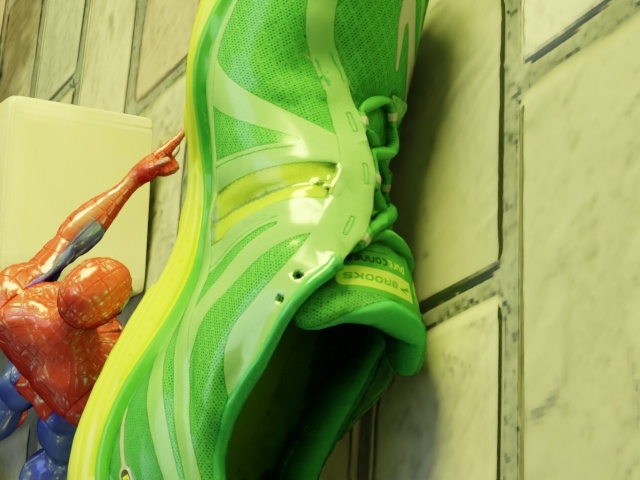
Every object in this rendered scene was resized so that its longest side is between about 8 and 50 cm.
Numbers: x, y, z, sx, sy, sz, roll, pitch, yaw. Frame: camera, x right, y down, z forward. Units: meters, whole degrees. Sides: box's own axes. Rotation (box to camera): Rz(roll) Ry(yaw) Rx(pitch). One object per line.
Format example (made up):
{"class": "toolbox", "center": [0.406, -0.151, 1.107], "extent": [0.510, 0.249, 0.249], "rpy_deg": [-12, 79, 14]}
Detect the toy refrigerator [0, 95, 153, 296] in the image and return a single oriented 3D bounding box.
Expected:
{"class": "toy refrigerator", "center": [-0.191, -0.003, 1.015], "extent": [0.269, 0.094, 0.102], "rpy_deg": [-20, 65, 60]}

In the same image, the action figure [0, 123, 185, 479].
{"class": "action figure", "center": [-0.100, 0.050, 0.790], "extent": [0.139, 0.091, 0.280], "rpy_deg": [-38, -8, -24]}

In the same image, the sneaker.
{"class": "sneaker", "center": [0.000, 0.000, 0.647], "extent": [0.123, 0.109, 0.296], "rpy_deg": [12, 85, 42]}
